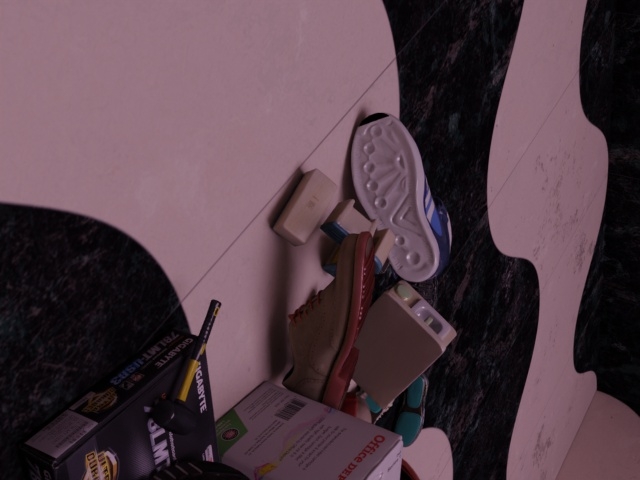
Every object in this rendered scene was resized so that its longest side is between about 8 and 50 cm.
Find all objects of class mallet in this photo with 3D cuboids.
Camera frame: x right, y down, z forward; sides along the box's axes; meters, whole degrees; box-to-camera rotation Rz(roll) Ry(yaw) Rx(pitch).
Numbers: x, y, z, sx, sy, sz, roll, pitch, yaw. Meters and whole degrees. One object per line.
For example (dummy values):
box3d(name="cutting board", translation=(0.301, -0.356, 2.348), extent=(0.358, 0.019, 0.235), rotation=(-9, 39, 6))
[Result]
box3d(name="mallet", translation=(-0.178, 0.168, 1.211), extent=(0.062, 0.039, 0.190), rotation=(32, 69, -57))

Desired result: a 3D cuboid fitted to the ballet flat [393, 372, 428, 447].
box3d(name="ballet flat", translation=(0.221, 0.399, 2.120), extent=(0.070, 0.070, 0.188), rotation=(-4, 111, -59))

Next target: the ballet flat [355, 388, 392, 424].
box3d(name="ballet flat", translation=(0.075, 0.367, 1.836), extent=(0.241, 0.091, 0.077), rotation=(-23, 150, -49))

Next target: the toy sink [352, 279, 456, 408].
box3d(name="toy sink", translation=(0.152, 0.181, 1.687), extent=(0.131, 0.153, 0.234), rotation=(-37, 167, -45))

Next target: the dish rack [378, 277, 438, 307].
box3d(name="dish rack", translation=(0.201, 0.171, 1.954), extent=(0.271, 0.074, 0.208), rotation=(-29, 129, -52))

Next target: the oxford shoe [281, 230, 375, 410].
box3d(name="oxford shoe", translation=(0.007, 0.134, 1.474), extent=(0.123, 0.130, 0.348), rotation=(-55, 159, -62))

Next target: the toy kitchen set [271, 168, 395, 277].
box3d(name="toy kitchen set", translation=(0.000, 0.000, 1.535), extent=(0.207, 0.166, 0.122), rotation=(39, 65, -20))

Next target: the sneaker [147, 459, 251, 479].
box3d(name="sneaker", translation=(-0.218, 0.407, 1.203), extent=(0.281, 0.106, 0.162), rotation=(-6, 117, -48))

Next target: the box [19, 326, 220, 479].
box3d(name="box", translation=(-0.260, 0.318, 1.240), extent=(0.293, 0.073, 0.295), rotation=(-36, 135, -46))

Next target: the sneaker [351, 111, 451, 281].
box3d(name="sneaker", translation=(0.160, -0.082, 1.689), extent=(0.236, 0.130, 0.323), rotation=(-25, 98, -74))

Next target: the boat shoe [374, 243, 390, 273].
box3d(name="boat shoe", translation=(0.147, -0.002, 1.794), extent=(0.056, 0.049, 0.152), rotation=(29, 78, -59))

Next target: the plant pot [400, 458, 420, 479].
box3d(name="plant pot", translation=(0.109, 0.568, 1.831), extent=(0.272, 0.272, 0.265), rotation=(-67, 158, -11))

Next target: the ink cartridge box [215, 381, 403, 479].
box3d(name="ink cartridge box", translation=(-0.034, 0.363, 1.436), extent=(0.201, 0.278, 0.117), rotation=(-35, 132, -48))

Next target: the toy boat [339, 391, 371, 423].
box3d(name="toy boat", translation=(0.001, 0.391, 1.653), extent=(0.151, 0.151, 0.231), rotation=(-105, -152, -87))
